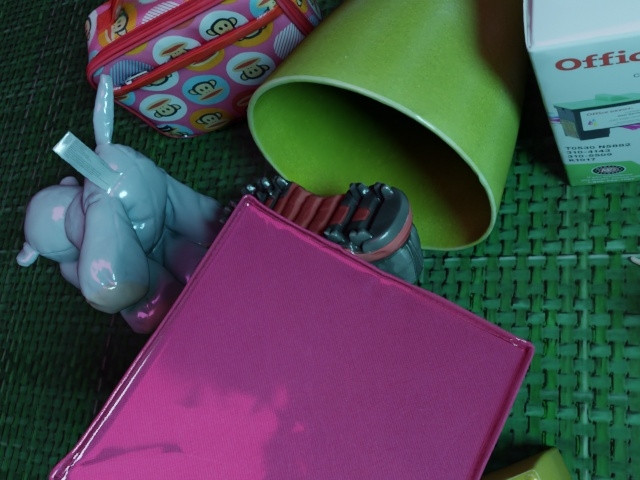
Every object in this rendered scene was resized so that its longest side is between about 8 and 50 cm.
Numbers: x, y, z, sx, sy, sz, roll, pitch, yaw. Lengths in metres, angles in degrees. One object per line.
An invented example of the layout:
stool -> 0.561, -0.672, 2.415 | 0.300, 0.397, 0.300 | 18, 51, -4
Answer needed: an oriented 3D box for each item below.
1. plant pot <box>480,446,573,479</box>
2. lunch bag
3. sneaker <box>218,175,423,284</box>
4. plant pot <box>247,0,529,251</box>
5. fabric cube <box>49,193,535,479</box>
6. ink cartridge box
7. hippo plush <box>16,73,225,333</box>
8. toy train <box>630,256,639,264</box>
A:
plant pot -> 0.193, 0.242, 0.597 | 0.081, 0.083, 0.081 | -29, 62, 15
lunch bag -> -0.153, -0.264, 0.850 | 0.293, 0.258, 0.120 | -19, 65, 21
sneaker -> 0.000, 0.000, 0.726 | 0.276, 0.135, 0.098 | 7, 58, 43
plant pot -> 0.110, -0.186, 0.708 | 0.274, 0.275, 0.294 | 16, 66, 31
fabric cube -> -0.015, 0.165, 0.558 | 0.259, 0.258, 0.254 | 29, 71, 12
ink cartridge box -> 0.302, -0.156, 0.564 | 0.201, 0.278, 0.117 | -3, 71, 27
hippo plush -> -0.290, 0.002, 0.835 | 0.236, 0.294, 0.234 | -13, 45, 31
toy train -> 0.354, 0.077, 0.534 | 0.105, 0.143, 0.248 | -48, 59, 5
